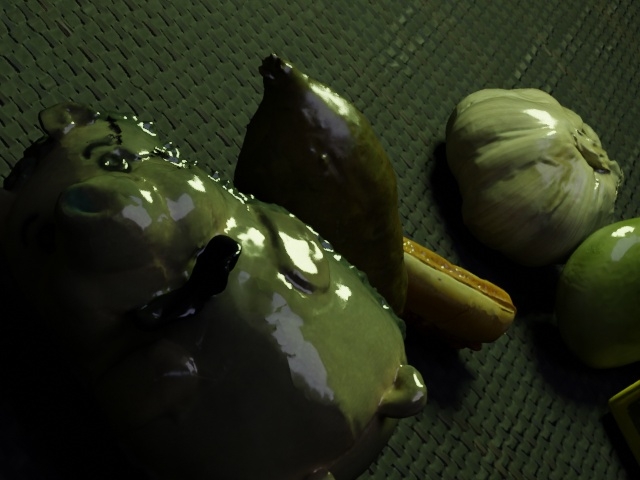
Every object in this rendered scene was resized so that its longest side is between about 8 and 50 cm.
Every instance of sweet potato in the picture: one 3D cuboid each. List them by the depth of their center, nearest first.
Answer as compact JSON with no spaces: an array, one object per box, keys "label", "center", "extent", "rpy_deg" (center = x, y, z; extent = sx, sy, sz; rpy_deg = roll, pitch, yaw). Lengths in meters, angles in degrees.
[{"label":"sweet potato","center":[0.000,0.000,1.380],"extent":[0.158,0.369,0.158],"rpy_deg":[2,44,-2]}]

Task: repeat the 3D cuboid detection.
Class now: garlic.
[{"label":"garlic","center":[0.242,-0.076,1.849],"extent":[0.228,0.152,0.228],"rpy_deg":[26,42,-27]}]

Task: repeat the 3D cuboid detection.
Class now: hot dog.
[{"label":"hot dog","center":[0.093,0.047,1.608],"extent":[0.249,0.102,0.076],"rpy_deg":[29,81,-30]}]

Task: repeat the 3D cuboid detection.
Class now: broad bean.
[{"label":"broad bean","center":[0.358,0.060,1.849],"extent":[0.121,0.189,0.263],"rpy_deg":[32,15,33]}]

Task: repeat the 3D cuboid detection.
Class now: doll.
[{"label":"doll","center":[-0.098,0.053,1.220],"extent":[0.349,0.247,0.247],"rpy_deg":[44,32,5]}]

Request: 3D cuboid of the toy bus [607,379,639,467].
[{"label":"toy bus","center":[0.451,0.283,1.781],"extent":[0.152,0.144,0.330],"rpy_deg":[-2,60,-52]}]
